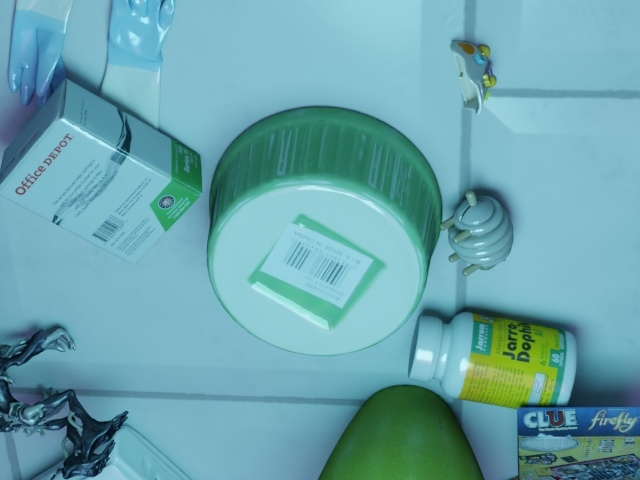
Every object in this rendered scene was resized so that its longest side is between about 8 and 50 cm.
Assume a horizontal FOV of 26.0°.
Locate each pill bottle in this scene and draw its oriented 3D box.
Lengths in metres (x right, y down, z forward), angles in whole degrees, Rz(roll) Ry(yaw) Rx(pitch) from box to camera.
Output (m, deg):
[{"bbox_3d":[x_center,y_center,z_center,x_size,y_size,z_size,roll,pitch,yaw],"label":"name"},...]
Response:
[{"bbox_3d":[0.226,0.159,1.836,0.208,0.117,0.117,11,124,0],"label":"pill bottle"}]

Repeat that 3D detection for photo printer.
[{"bbox_3d":[-0.329,0.438,2.090,0.307,0.107,0.256,-33,114,25],"label":"photo printer"}]

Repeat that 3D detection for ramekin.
[{"bbox_3d":[0.000,0.000,1.735,0.303,0.148,0.303,3,124,4],"label":"ramekin"}]

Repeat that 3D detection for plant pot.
[{"bbox_3d":[0.112,0.338,1.862,0.275,0.293,0.274,3,124,5],"label":"plant pot"}]

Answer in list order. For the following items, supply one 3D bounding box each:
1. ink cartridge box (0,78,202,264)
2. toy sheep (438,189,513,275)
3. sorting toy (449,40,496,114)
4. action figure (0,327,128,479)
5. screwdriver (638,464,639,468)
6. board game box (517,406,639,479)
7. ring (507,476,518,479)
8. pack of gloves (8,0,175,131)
[{"bbox_3d":[-0.275,-0.084,1.724,0.208,0.087,0.153,30,123,-29],"label":"ink cartridge box"},{"bbox_3d":[0.199,-0.011,1.743,0.091,0.091,0.132,-8,137,11],"label":"toy sheep"},{"bbox_3d":[0.182,-0.186,1.635,0.045,0.075,0.083,-10,122,13],"label":"sorting toy"},{"bbox_3d":[-0.399,0.214,1.935,0.276,0.141,0.164,33,134,15],"label":"action figure"},{"bbox_3d":[0.526,0.302,1.963,0.170,0.025,0.024,-15,122,26],"label":"screwdriver"},{"bbox_3d":[0.349,0.279,1.874,0.165,0.042,0.243,-1,156,7],"label":"board game box"},{"bbox_3d":[0.367,0.476,2.085,0.337,0.032,0.336,3,125,5],"label":"ring"},{"bbox_3d":[-0.282,-0.233,1.674,0.195,0.046,0.232,12,124,-1],"label":"pack of gloves"}]
